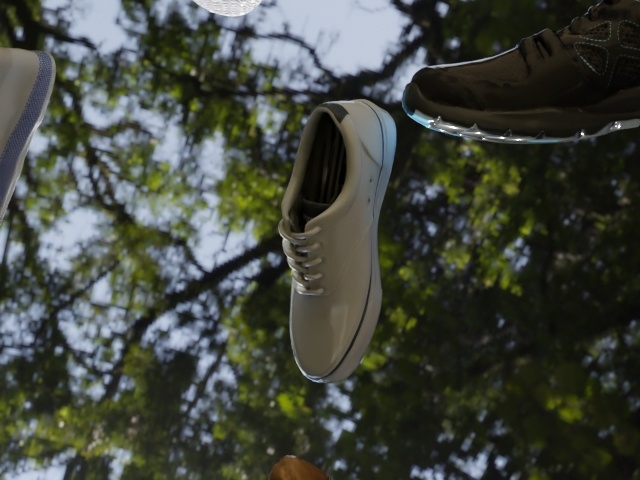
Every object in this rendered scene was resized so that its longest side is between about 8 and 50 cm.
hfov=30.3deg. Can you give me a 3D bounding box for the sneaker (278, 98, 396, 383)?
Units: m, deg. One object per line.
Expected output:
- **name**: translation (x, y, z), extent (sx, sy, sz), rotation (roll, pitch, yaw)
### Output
- **sneaker**: translation (0.000, 0.000, 1.049), extent (0.094, 0.258, 0.091), rotation (8, -177, 40)

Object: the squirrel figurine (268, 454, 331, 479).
- **squirrel figurine**: translation (0.067, 0.499, 1.305), extent (0.370, 0.281, 0.397), rotation (37, 175, 47)

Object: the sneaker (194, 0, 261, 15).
- **sneaker**: translation (-0.065, -0.333, 1.052), extent (0.101, 0.268, 0.153), rotation (17, -124, 7)

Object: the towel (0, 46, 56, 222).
- **towel**: translation (-0.329, -0.056, 0.919), extent (0.034, 0.209, 0.285), rotation (33, -160, 19)

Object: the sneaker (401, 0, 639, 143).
- **sneaker**: translation (0.239, -0.154, 1.010), extent (0.341, 0.139, 0.125), rotation (-3, -175, 5)
